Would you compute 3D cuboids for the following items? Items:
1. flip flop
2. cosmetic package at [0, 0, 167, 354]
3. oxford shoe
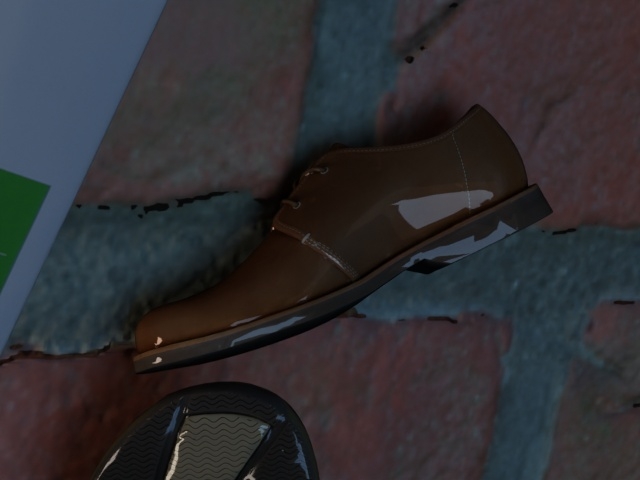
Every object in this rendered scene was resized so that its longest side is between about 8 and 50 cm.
[{"bbox_3d":[-0.050,0.171,0.893,0.112,0.080,0.277,3,127,7],"label":"flip flop"},{"bbox_3d":[-0.153,-0.142,0.655,0.197,0.155,0.365,19,102,-35],"label":"cosmetic package"},{"bbox_3d":[0.000,0.000,0.878,0.212,0.076,0.076,-26,90,-19],"label":"oxford shoe"}]
